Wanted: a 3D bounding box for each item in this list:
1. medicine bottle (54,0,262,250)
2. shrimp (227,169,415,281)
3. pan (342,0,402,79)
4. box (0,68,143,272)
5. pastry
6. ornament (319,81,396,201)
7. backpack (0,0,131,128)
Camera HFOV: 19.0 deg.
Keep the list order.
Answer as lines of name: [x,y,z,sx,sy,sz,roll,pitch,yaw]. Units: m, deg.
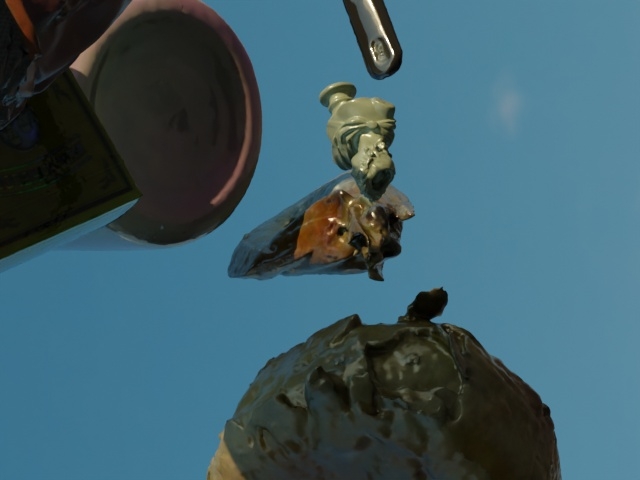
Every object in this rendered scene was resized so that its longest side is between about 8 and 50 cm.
medicine bottle: [-0.247,-0.099,1.685,0.219,0.388,0.219,0,-90,-41]
shrimp: [0.000,0.000,1.676,0.077,0.168,0.317,58,176,-9]
pan: [0.011,-0.205,1.269,0.028,0.136,0.235,22,-135,-58]
box: [-0.241,-0.091,1.359,0.141,0.064,0.220,-25,-95,-40]
pastry: [0.054,0.205,1.618,0.330,0.329,0.136,64,-153,-29]
ornament: [0.031,-0.078,1.457,0.041,0.092,0.068,4,-64,-39]
backpack: [-0.258,-0.164,1.175,0.317,0.283,0.197,-47,-36,-37]
